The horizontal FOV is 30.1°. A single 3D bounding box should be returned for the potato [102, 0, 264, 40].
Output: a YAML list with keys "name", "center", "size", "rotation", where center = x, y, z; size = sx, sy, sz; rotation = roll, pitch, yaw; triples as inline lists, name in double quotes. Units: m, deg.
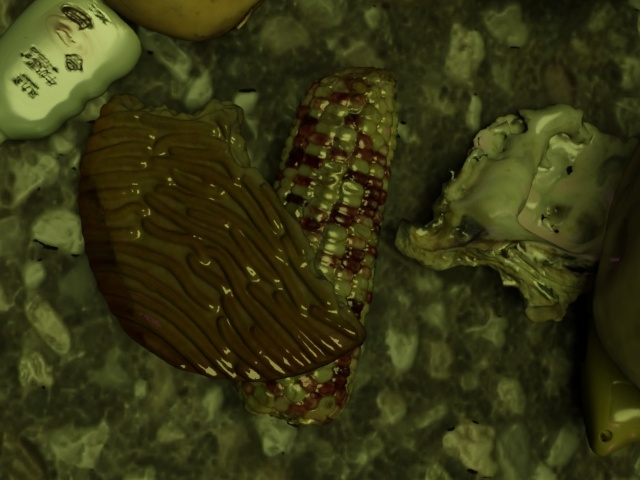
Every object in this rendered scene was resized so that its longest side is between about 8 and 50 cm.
- name: "potato"
  center: [-0.112, -0.205, 0.773]
  size: [0.178, 0.109, 0.118]
  rotation: [36, 64, -7]

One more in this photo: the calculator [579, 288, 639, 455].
- name: "calculator"
  center: [0.267, 0.044, 0.852]
  size: [0.157, 0.033, 0.236]
  rotation: [6, 71, 12]

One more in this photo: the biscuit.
- name: "biscuit"
  center: [-0.067, -0.002, 0.773]
  size: [0.229, 0.031, 0.176]
  rotation: [20, 91, 21]

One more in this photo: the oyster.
- name: "oyster"
  center: [0.143, -0.020, 0.852]
  size: [0.191, 0.081, 0.163]
  rotation: [0, 63, -12]

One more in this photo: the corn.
- name: "corn"
  center: [0.000, 0.000, 0.811]
  size: [0.086, 0.086, 0.253]
  rotation: [12, 88, -11]

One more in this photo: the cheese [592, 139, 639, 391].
- name: "cheese"
  center: [0.287, 0.017, 0.766]
  size: [0.218, 0.117, 0.235]
  rotation: [-3, 74, -14]

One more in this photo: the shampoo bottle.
- name: "shampoo bottle"
  center: [-0.195, -0.101, 0.792]
  size: [0.077, 0.045, 0.152]
  rotation: [45, 83, -8]
